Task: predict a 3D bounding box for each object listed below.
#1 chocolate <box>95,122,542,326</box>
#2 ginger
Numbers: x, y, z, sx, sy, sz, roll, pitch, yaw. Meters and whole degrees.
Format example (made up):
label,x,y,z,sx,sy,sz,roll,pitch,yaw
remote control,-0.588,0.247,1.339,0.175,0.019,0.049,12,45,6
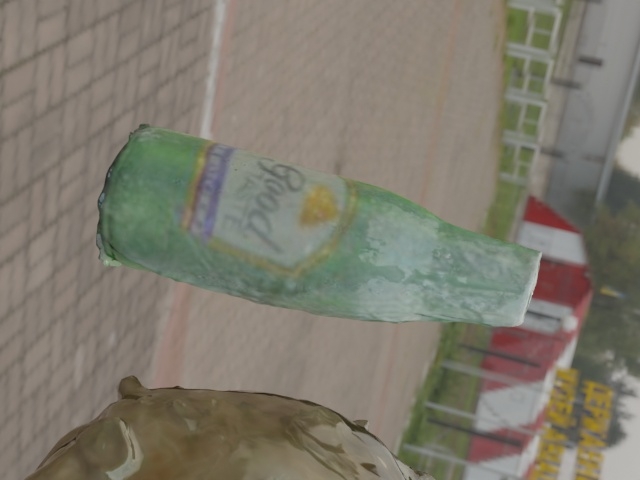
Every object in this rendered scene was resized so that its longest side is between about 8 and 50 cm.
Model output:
label,x,y,z,sx,sy,sz,roll,pitch,yaw
chocolate,0.000,0.000,0.832,0.110,0.291,0.110,13,90,-77
ginger,0.016,0.196,0.478,0.176,0.375,0.256,-40,147,-5
